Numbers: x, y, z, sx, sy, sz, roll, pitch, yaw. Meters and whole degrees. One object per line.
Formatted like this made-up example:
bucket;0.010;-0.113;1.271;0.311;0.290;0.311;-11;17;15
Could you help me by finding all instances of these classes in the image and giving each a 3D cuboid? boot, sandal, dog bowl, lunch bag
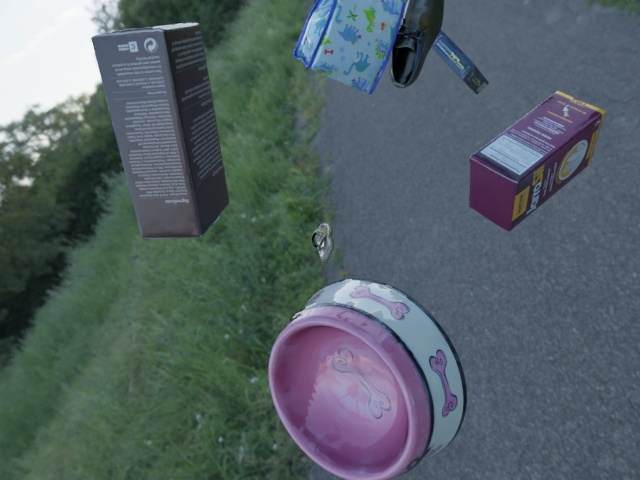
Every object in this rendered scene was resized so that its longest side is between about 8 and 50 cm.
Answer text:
boot;0.180;-0.385;0.970;0.106;0.082;0.219;-68;-9;-62
sandal;0.000;0.000;1.406;0.180;0.049;0.072;-98;29;-65
dog bowl;0.068;0.289;1.046;0.408;0.407;0.150;-21;0;38
lunch bag;0.048;-0.330;0.826;0.151;0.129;0.096;-63;34;24

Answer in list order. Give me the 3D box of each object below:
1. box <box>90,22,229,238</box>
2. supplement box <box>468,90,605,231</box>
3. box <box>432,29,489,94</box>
box;-0.292;-0.212;1.023;0.143;0.381;0.191;-3;24;9
supplement box;0.306;-0.115;0.753;0.188;0.104;0.081;-37;53;-16
box;0.437;-0.566;1.666;0.059;0.183;0.233;-44;-17;21
